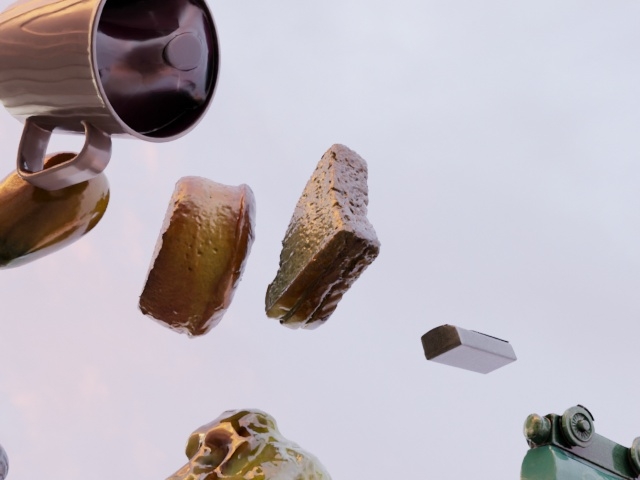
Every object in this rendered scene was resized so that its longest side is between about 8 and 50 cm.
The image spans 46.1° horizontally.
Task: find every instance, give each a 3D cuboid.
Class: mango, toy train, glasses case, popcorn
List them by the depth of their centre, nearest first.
[{"bbox_3d":[0.381,0.334,1.051,0.101,0.248,0.159,-35,-145,52],"label":"toy train"},{"bbox_3d":[-0.410,-0.044,1.088,0.151,0.221,0.120,30,-33,39],"label":"mango"},{"bbox_3d":[-0.111,0.435,1.156,0.312,0.312,0.312,7,-78,32],"label":"popcorn"},{"bbox_3d":[0.252,0.183,1.266,0.071,0.205,0.047,-31,-123,29],"label":"glasses case"}]

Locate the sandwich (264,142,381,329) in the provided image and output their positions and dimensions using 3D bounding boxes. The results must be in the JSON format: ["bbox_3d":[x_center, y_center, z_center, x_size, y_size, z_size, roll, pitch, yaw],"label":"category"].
[{"bbox_3d":[-0.004,-0.002,1.322,0.100,0.288,0.254,23,-54,-20],"label":"sandwich"}]

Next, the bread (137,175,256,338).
[{"bbox_3d":[-0.223,0.020,1.378,0.172,0.312,0.312,21,-64,-15],"label":"bread"}]

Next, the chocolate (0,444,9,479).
[{"bbox_3d":[-0.419,0.221,0.830,0.072,0.072,0.167,-34,-70,33],"label":"chocolate"}]

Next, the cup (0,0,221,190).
[{"bbox_3d":[-0.296,-0.215,1.028,0.273,0.208,0.288,7,-79,37],"label":"cup"}]
